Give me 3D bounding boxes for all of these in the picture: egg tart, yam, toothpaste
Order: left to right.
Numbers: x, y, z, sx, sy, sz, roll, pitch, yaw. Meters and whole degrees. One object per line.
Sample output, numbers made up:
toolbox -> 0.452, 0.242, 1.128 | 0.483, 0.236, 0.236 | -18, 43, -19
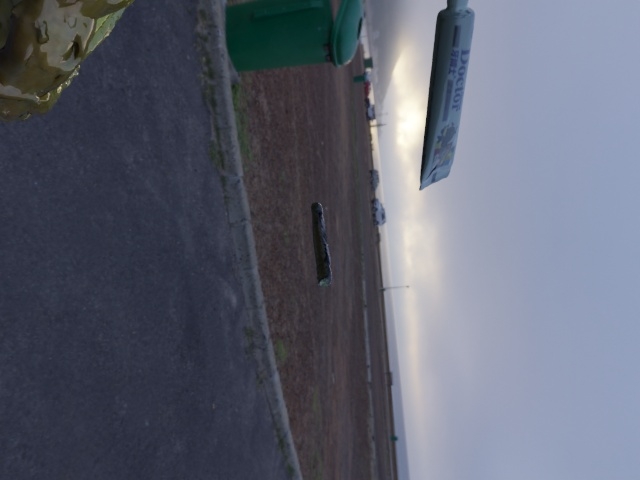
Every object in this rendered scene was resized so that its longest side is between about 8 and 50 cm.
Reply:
egg tart -> -0.196, -0.252, 0.337 | 0.132, 0.345, 0.345 | 40, 38, -36
yam -> 0.000, 0.000, 0.376 | 0.107, 0.014, 0.014 | -96, 174, -48
toothpaste -> 0.149, -0.174, 0.501 | 0.037, 0.067, 0.256 | 36, -35, 37
